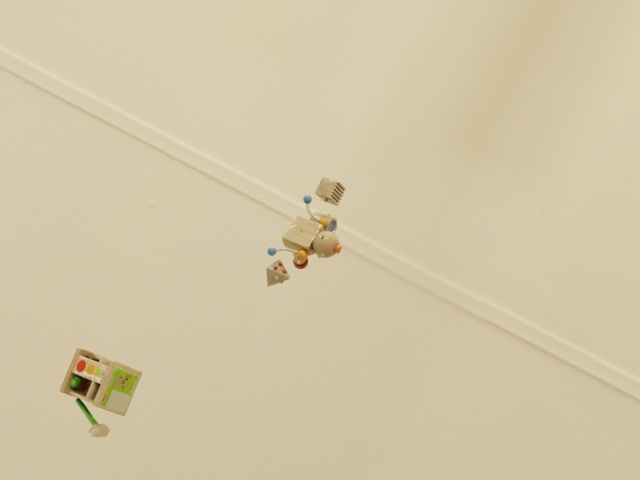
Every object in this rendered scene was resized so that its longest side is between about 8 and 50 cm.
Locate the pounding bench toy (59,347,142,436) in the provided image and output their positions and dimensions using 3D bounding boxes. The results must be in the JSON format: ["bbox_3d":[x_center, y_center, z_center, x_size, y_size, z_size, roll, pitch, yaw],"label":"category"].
[{"bbox_3d":[-0.251,0.169,1.015,0.065,0.052,0.083,13,-104,31],"label":"pounding bench toy"}]

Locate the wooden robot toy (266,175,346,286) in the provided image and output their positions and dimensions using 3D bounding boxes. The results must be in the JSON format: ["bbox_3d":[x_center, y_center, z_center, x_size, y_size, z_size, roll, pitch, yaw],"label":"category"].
[{"bbox_3d":[0.000,0.000,1.220,0.079,0.076,0.173,19,-119,30],"label":"wooden robot toy"}]
